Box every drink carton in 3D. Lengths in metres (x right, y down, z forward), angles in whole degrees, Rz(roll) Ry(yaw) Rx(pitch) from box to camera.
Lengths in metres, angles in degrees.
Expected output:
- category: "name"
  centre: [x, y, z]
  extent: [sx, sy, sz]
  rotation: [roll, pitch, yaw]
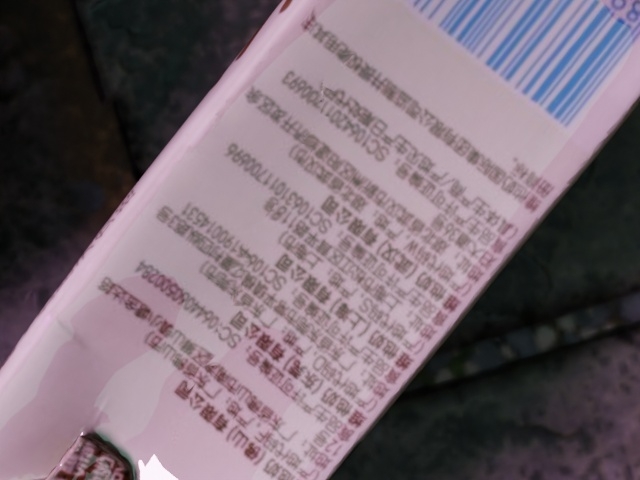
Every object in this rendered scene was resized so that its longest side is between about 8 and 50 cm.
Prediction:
- category: "drink carton"
  centre: [0.000, -0.001, 0.779]
  extent: [0.132, 0.194, 0.324]
  rotation: [38, 94, 3]
